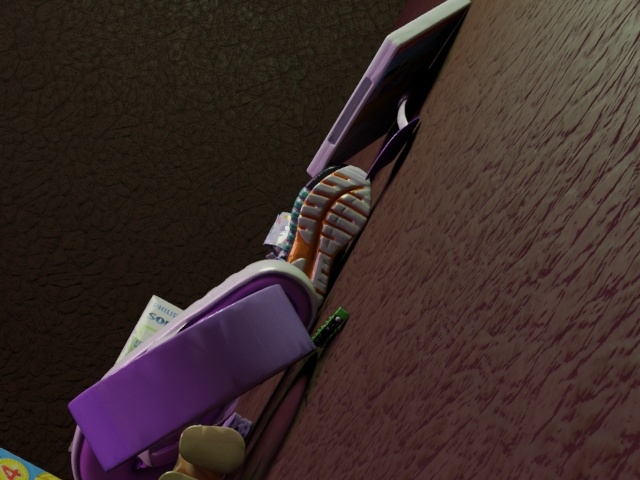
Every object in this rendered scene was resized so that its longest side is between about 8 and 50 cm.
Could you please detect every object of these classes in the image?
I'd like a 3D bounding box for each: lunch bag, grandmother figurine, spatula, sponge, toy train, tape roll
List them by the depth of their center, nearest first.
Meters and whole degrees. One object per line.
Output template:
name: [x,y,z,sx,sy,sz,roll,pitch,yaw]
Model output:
toy train: [0.010,0.095,1.466,0.023,0.017,0.083,-52,0,-28]
tape roll: [-0.143,0.155,1.524,0.275,0.090,0.275,-29,-5,-3]
grandmother figurine: [-0.175,0.330,1.625,0.208,0.104,0.342,-53,-3,-26]
spatula: [0.117,-0.172,1.843,0.084,0.030,0.296,-57,5,33]
sponge: [-0.148,0.306,1.853,0.117,0.031,0.210,-63,5,-20]
lunch bag: [-0.047,-0.001,2.297,0.071,0.083,0.053,-64,5,-27]

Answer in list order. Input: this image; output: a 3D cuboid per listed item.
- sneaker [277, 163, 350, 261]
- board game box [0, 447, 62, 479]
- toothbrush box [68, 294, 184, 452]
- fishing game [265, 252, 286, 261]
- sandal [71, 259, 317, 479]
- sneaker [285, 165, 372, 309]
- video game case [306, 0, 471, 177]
sneaker: [-0.008,-0.025,2.045,0.223,0.083,0.098,-61,-1,18]
board game box: [-0.431,0.505,2.078,0.086,0.302,0.308,-59,5,31]
toothbrush box: [-0.267,0.271,2.306,0.283,0.206,0.122,-63,4,-35]
fishing game: [-0.086,0.111,1.973,0.264,0.041,0.189,133,145,-58]
sandal: [-0.171,0.190,1.706,0.416,0.169,0.102,-50,17,10]
sneaker: [0.000,0.000,1.780,0.215,0.084,0.083,-62,-1,0]
video game case: [0.099,-0.224,1.988,0.204,0.025,0.285,-36,-15,-45]
